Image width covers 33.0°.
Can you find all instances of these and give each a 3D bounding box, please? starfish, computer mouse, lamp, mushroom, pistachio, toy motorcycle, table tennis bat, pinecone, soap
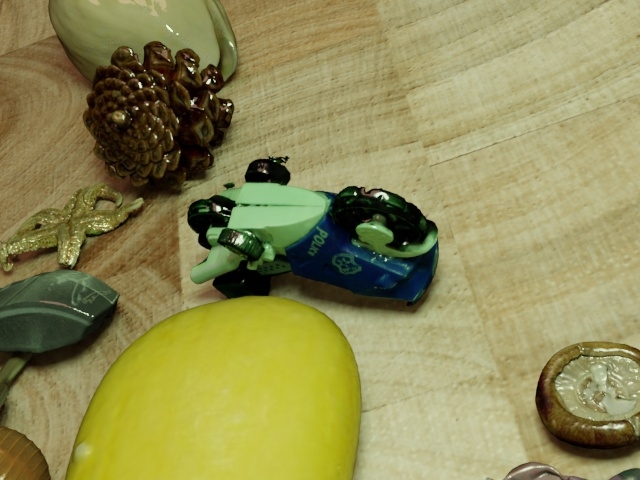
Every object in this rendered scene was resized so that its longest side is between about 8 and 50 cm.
[{"bbox_3d":[-0.335,-0.024,1.448,0.209,0.053,0.150,-14,47,10],"label":"starfish"},{"bbox_3d":[-0.348,0.076,1.308,0.231,0.071,0.126,-3,24,26],"label":"computer mouse"},{"bbox_3d":[-0.343,0.255,1.104,0.136,0.136,0.136,-13,43,13],"label":"lamp"},{"bbox_3d":[0.259,0.145,0.992,0.123,0.052,0.123,-8,45,8],"label":"mushroom"},{"bbox_3d":[-0.266,-0.321,1.616,0.331,0.208,0.226,21,102,23],"label":"pistachio"},{"bbox_3d":[0.000,0.000,1.178,0.331,0.196,0.125,-2,60,42],"label":"toy motorcycle"},{"bbox_3d":[-0.392,0.194,1.245,0.131,0.022,0.234,-26,23,41],"label":"table tennis bat"},{"bbox_3d":[-0.206,-0.170,1.444,0.207,0.208,0.208,-13,43,13],"label":"pinecone"},{"bbox_3d":[-0.112,0.224,1.043,0.306,0.115,0.427,-11,43,21],"label":"soap"}]

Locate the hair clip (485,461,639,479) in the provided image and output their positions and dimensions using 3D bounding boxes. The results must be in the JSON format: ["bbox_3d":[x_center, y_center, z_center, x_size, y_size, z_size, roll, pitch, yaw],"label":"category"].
[{"bbox_3d":[0.186,0.264,0.915,0.146,0.056,0.187,8,42,33],"label":"hair clip"}]
